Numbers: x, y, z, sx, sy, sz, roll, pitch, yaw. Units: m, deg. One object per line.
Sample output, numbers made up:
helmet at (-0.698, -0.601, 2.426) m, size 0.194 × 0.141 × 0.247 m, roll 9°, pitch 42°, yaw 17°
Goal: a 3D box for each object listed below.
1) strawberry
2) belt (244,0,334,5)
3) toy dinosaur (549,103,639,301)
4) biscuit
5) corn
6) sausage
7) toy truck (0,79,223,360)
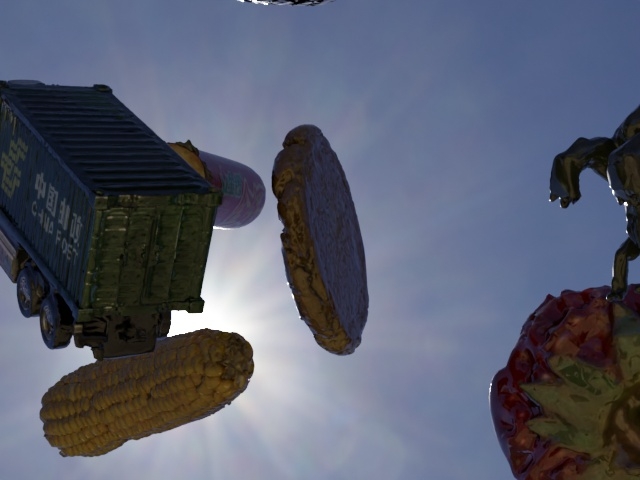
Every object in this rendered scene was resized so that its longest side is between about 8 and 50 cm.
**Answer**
strawberry at (0.353, 0.192, 1.447) m, size 0.317 × 0.345 × 0.295 m, roll 22°, pitch -83°, yaw 25°
belt at (-0.069, -0.241, 0.770) m, size 0.289 × 0.164 × 0.184 m, roll 22°, pitch -88°, yaw -11°
toy dinosaur at (0.235, -0.037, 0.854) m, size 0.178 × 0.087 × 0.187 m, roll -21°, pitch -78°, yaw -25°
biscuit at (0.000, 0.000, 1.363) m, size 0.042 × 0.226 × 0.226 m, roll -10°, pitch -54°, yaw 15°
corn at (-0.174, 0.154, 1.451) m, size 0.313 × 0.102 × 0.102 m, roll -20°, pitch -52°, yaw 41°
sausage at (-0.106, -0.050, 1.362) m, size 0.083 × 0.264 × 0.083 m, roll 0°, pitch -91°, yaw 13°
toy truck at (-0.159, -0.024, 0.895) m, size 0.088 × 0.259 × 0.121 m, roll -3°, pitch -65°, yaw -30°
